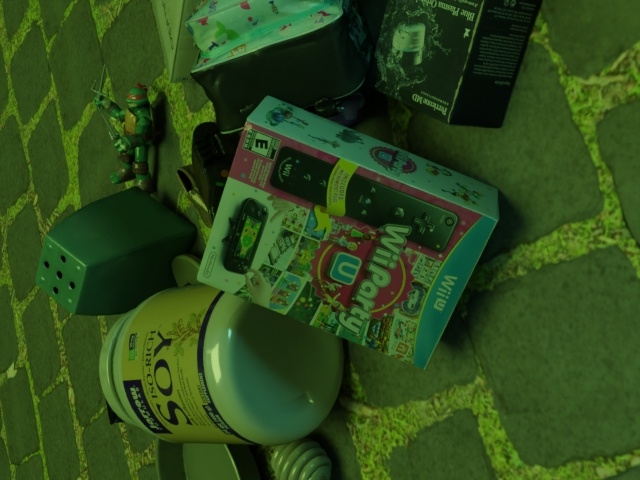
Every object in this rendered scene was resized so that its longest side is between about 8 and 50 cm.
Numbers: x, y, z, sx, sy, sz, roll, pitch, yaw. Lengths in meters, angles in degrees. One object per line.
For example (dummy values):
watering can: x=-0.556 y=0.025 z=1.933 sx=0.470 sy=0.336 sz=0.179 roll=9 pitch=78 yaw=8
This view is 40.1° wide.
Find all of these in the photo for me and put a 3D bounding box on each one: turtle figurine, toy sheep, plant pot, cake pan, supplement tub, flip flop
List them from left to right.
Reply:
plant pot: x=-0.377 y=0.032 z=1.563 sx=0.165 sy=0.234 sz=0.166 roll=34 pitch=120 yaw=22
turtle figurine: x=-0.363 y=-0.206 z=1.664 sx=0.175 sy=0.118 sz=0.234 roll=-124 pitch=31 yaw=-53
flip flop: x=-0.220 y=0.156 z=1.529 sx=0.112 sy=0.080 sz=0.277 roll=-21 pitch=76 yaw=50
cake pan: x=-0.190 y=0.417 z=1.502 sx=0.293 sy=0.054 sz=0.294 roll=16 pitch=111 yaw=48
supplement tub: x=-0.155 y=0.179 z=1.299 sx=0.331 sy=0.241 sz=0.241 roll=-13 pitch=82 yaw=45
toy sheep: x=-0.025 y=0.336 z=1.295 sx=0.132 sy=0.091 sz=0.091 roll=25 pitch=112 yaw=33

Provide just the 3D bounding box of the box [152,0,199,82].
box: x=-0.235 y=-0.437 z=1.446 sx=0.322 sy=0.058 sz=0.233 roll=128 pitch=130 yaw=-66

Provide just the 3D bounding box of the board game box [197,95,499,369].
board game box: x=0.030 y=-0.007 z=1.052 sx=0.097 sy=0.303 sz=0.224 roll=-68 pitch=-1 yaw=-63

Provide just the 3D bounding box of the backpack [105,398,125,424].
backpack: x=-0.350 y=0.285 z=1.683 sx=0.120 sy=0.101 sz=0.098 roll=-39 pitch=64 yaw=41

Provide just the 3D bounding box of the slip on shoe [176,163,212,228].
slip on shoe: x=-0.215 y=-0.078 z=1.543 sx=0.051 sy=0.041 sz=0.135 roll=-45 pitch=58 yaw=43

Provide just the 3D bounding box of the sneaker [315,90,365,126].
sneaker: x=-0.016 y=-0.158 z=1.257 sx=0.236 sy=0.095 sz=0.105 roll=5 pitch=102 yaw=56

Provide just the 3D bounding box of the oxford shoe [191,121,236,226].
oxford shoe: x=-0.161 y=-0.077 z=1.461 sx=0.096 sy=0.082 sz=0.227 roll=128 pitch=129 yaw=-64

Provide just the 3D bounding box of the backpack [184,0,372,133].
backpack: x=-0.051 y=-0.267 z=1.142 sx=0.225 sy=0.253 sz=0.191 roll=-17 pitch=112 yaw=15

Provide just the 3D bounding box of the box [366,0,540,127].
box: x=0.152 y=-0.232 z=1.034 sx=0.156 sy=0.093 sz=0.158 roll=36 pitch=120 yaw=45
